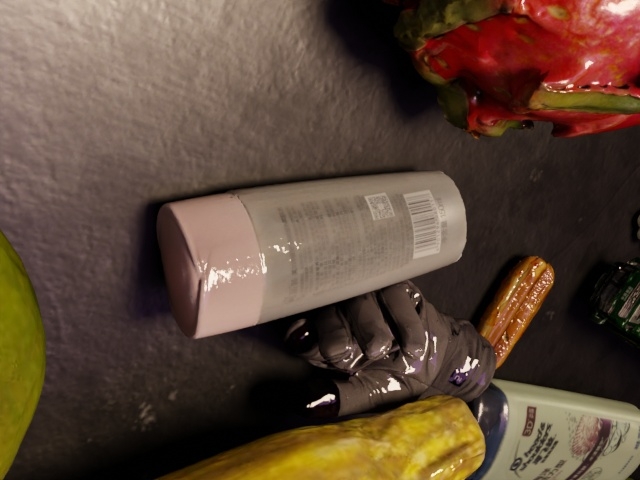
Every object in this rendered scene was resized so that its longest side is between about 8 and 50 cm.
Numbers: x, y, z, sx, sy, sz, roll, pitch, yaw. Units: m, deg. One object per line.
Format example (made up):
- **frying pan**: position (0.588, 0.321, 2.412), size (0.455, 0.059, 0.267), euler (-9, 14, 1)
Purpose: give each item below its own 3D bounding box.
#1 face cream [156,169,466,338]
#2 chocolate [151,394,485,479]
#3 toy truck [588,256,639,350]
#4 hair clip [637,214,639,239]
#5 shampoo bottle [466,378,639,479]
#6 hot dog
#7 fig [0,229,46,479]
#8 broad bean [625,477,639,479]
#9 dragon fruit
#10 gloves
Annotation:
- **face cream**: position (0.000, 0.000, 0.737), size (0.269, 0.073, 0.107), euler (-12, 88, -33)
- **chocolate**: position (-0.050, 0.231, 0.685), size (0.445, 0.162, 0.162), euler (-18, 122, -29)
- **toy truck**: position (0.417, 0.104, 1.075), size (0.259, 0.121, 0.088), euler (30, 94, -42)
- **hair clip**: position (0.479, -0.027, 1.106), size (0.220, 0.054, 0.140), euler (-32, 132, -17)
- **shampoo bottle**: position (0.257, 0.239, 1.054), size (0.359, 0.078, 0.134), euler (16, 108, -41)
- **hot dog**: position (0.199, 0.080, 0.956), size (0.062, 0.038, 0.144), euler (25, 98, -45)
- **fig**: position (-0.260, 0.000, 0.456), size (0.233, 0.233, 0.314), euler (-5, 105, -35)
- **broad bean**: position (0.483, 0.377, 1.312), size (0.318, 0.056, 0.098), euler (3, 104, -44)
- **dragon fruit**: position (0.185, -0.194, 0.686), size (0.302, 0.237, 0.231), euler (-9, 97, -22)
- **gloves**: position (0.061, 0.106, 0.818), size (0.285, 0.119, 0.142), euler (21, 97, -56)
